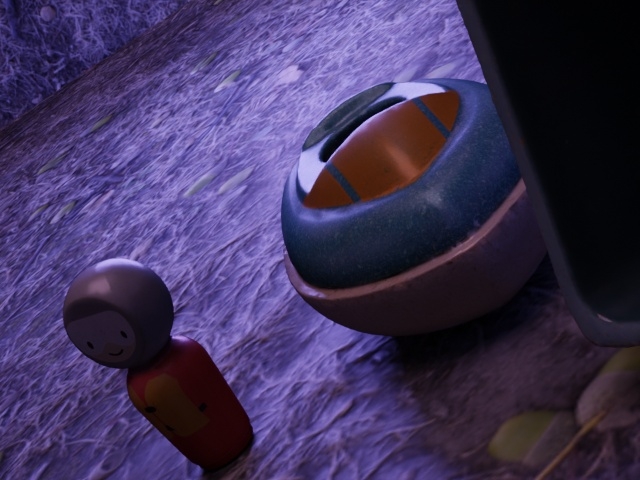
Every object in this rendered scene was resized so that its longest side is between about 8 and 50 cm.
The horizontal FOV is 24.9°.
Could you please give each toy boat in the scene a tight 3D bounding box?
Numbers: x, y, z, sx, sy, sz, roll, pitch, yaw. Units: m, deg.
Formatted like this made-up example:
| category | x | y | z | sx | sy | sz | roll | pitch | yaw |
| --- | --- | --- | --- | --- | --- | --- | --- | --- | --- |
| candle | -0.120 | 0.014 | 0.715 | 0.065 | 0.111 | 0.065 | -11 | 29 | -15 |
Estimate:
| category | x | y | z | sx | sy | sz | roll | pitch | yaw |
| --- | --- | --- | --- | --- | --- | --- | --- | --- | --- |
| toy boat | 0.000 | 0.000 | 0.904 | 0.318 | 0.148 | 0.267 | -38 | 19 | -5 |

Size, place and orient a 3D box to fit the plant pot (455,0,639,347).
| category | x | y | z | sx | sy | sz | roll | pitch | yaw |
| --- | --- | --- | --- | --- | --- | --- | --- | --- | --- |
| plant pot | 0.241 | -0.119 | 0.644 | 0.252 | 0.248 | 0.247 | -27 | 10 | -36 |
